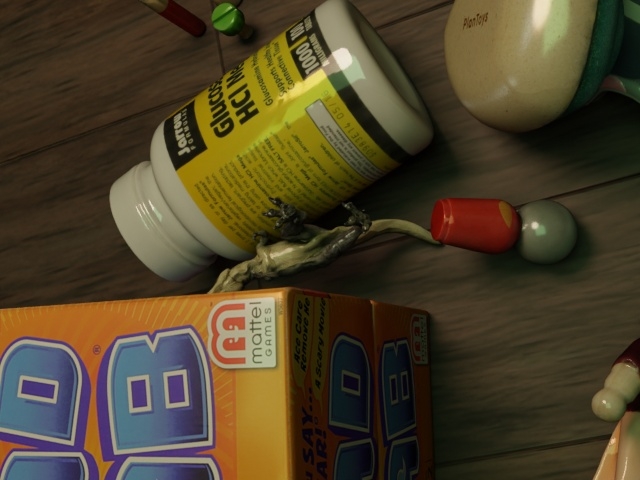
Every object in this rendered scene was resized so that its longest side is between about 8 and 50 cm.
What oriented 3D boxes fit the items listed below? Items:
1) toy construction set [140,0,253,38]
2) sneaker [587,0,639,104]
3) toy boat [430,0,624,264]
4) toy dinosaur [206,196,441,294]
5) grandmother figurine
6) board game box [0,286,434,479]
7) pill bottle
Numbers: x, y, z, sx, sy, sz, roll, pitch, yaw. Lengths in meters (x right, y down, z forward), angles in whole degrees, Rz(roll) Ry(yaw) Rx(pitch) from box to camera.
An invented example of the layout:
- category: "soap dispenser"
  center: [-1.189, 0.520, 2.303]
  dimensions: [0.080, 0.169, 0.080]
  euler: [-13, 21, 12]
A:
- category: "toy construction set"
  center: [-0.115, -0.395, 1.051]
  dimensions: [0.257, 0.237, 0.308]
  euler: [35, 98, 24]
- category: "sneaker"
  center: [0.397, -0.110, 0.874]
  dimensions: [0.319, 0.112, 0.131]
  euler: [40, 122, 22]
- category: "toy boat"
  center: [0.205, -0.135, 0.909]
  dimensions: [0.148, 0.267, 0.318]
  euler: [6, 102, -11]
- category: "toy dinosaur"
  center: [0.000, 0.000, 0.955]
  dimensions: [0.268, 0.118, 0.064]
  euler: [-14, 64, -6]
- category: "grandmother figurine"
  center: [0.302, 0.165, 0.828]
  dimensions: [0.104, 0.208, 0.342]
  euler: [7, 68, 41]
- category: "board game box"
  center: [-0.108, 0.244, 0.896]
  dimensions: [0.357, 0.356, 0.356]
  euler: [-5, 81, 23]
- category: "pill bottle"
  center: [-0.061, -0.097, 1.013]
  dimensions: [0.334, 0.188, 0.188]
  euler: [-33, 71, 17]
